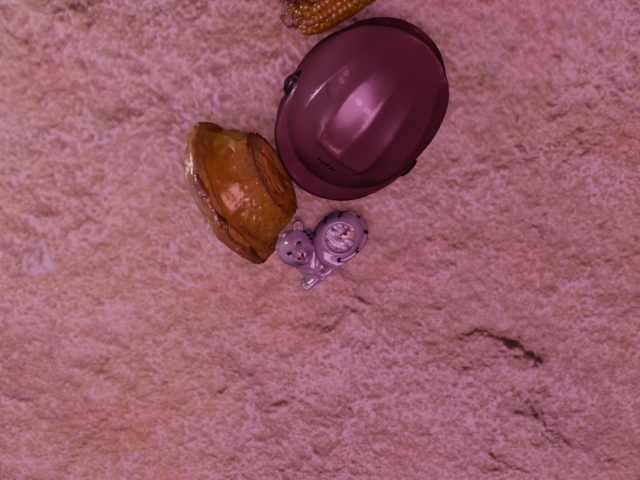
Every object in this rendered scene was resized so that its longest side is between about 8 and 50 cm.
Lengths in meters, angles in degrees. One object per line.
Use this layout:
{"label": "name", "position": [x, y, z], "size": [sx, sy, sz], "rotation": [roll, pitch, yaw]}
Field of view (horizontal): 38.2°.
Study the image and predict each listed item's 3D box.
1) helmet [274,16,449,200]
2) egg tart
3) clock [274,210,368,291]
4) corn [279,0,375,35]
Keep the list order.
{"label": "helmet", "position": [0.082, -0.227, 1.571], "size": [0.271, 0.197, 0.338], "rotation": [39, 83, -12]}
{"label": "egg tart", "position": [-0.131, -0.094, 1.594], "size": [0.118, 0.288, 0.288], "rotation": [-23, 107, 19]}
{"label": "clock", "position": [0.000, 0.000, 1.734], "size": [0.176, 0.080, 0.117], "rotation": [-38, 104, 13]}
{"label": "corn", "position": [0.075, -0.449, 1.579], "size": [0.320, 0.097, 0.097], "rotation": [-30, 106, 7]}
